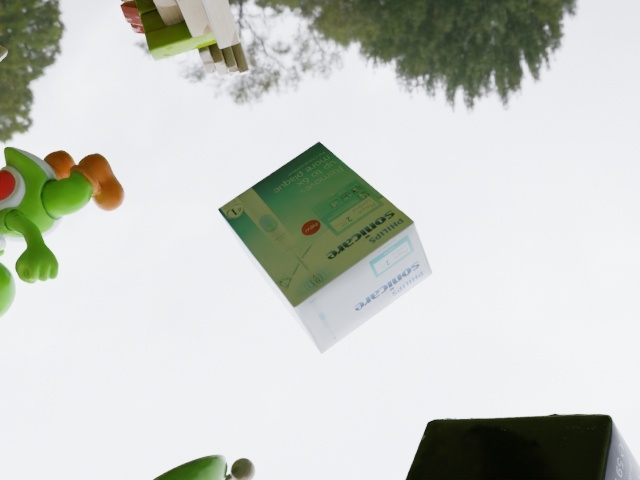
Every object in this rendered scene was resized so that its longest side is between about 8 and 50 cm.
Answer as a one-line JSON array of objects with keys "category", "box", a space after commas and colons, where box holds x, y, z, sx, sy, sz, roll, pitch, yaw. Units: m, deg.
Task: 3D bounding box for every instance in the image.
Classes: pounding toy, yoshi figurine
[{"category": "pounding toy", "box": [-0.234, 0.507, 1.343, 0.183, 0.236, 0.110, -37, -118, 16]}, {"category": "yoshi figurine", "box": [-0.485, 0.003, 1.102, 0.362, 0.203, 0.204, -45, 174, -45]}]

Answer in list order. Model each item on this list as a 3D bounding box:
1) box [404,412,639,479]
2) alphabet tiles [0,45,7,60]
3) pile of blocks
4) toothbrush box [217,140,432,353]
[{"category": "box", "box": [0.181, 0.344, 0.539, 0.182, 0.294, 0.296, -14, -149, 41]}, {"category": "alphabet tiles", "box": [-0.446, -0.186, 0.570, 0.011, 0.285, 0.343, -49, -162, 37]}, {"category": "pile of blocks", "box": [-0.147, -0.228, 0.718, 0.112, 0.149, 0.362, -17, -172, -1]}, {"category": "toothbrush box", "box": [0.000, 0.000, 1.107, 0.216, 0.126, 0.295, -34, -136, -7]}]
